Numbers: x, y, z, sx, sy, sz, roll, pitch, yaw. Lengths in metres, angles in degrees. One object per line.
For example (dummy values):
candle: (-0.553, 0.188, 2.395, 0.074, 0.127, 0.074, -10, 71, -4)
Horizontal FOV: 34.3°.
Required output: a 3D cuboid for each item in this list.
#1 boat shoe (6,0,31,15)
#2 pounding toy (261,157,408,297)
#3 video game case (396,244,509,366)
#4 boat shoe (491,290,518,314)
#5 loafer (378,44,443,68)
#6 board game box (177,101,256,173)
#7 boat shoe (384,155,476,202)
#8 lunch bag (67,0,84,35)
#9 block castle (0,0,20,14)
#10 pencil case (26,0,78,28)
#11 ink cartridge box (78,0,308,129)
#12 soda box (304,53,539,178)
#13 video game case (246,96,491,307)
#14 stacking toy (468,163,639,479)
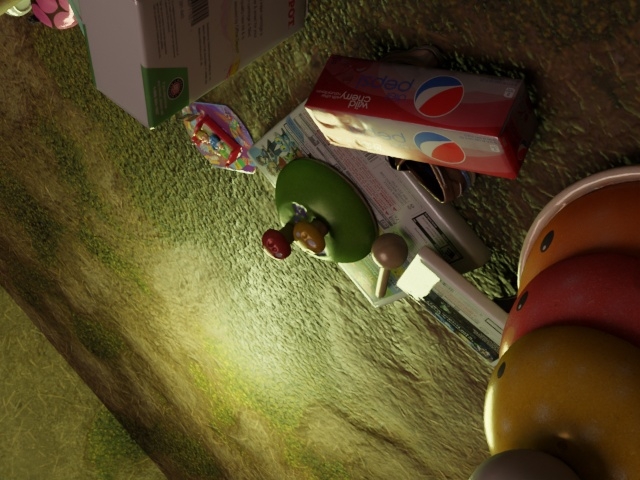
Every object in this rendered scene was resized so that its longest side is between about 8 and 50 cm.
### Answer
boat shoe: (-0.498, -0.461, 1.701, 0.084, 0.095, 0.258, 40, 151, 20)
pounding toy: (0.000, 0.000, 1.524, 0.237, 0.110, 0.183, 41, 150, 10)
video game case: (0.196, 0.094, 1.445, 0.190, 0.022, 0.173, 40, 164, 6)
boat shoe: (0.302, 0.078, 1.375, 0.206, 0.075, 0.065, -2, 82, 59)
loafer: (0.099, -0.211, 1.290, 0.125, 0.039, 0.045, -10, 119, 55)
board game box: (-0.176, -0.162, 1.706, 0.168, 0.033, 0.133, 14, 136, 44)
boat shoe: (0.118, -0.124, 1.343, 0.183, 0.066, 0.066, 42, 150, 9)
lunch bag: (-0.245, -0.354, 1.446, 0.223, 0.160, 0.262, 29, 151, 30)
block castle: (-0.570, -0.460, 1.443, 0.303, 0.213, 0.453, 50, 160, -6)
pencil case: (-0.408, -0.422, 1.636, 0.098, 0.095, 0.209, 42, 147, -1)
ink cartridge box: (-0.148, -0.300, 1.266, 0.117, 0.278, 0.201, 37, 148, 24)
soda box: (0.118, -0.150, 1.238, 0.263, 0.083, 0.092, 13, 157, 32)
video game case: (0.060, -0.060, 1.524, 0.329, 0.036, 0.300, 50, 150, -6)
stacking toy: (0.277, 0.158, 1.023, 0.350, 0.480, 0.351, 18, 124, 29)
